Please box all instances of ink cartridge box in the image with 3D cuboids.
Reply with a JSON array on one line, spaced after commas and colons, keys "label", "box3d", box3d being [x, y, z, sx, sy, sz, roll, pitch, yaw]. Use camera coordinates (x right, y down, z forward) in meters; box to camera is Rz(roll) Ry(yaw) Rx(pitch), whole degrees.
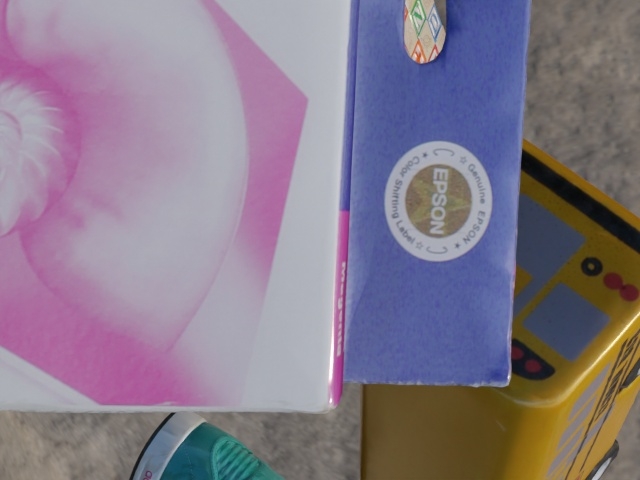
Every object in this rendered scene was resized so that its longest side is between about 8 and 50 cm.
[{"label": "ink cartridge box", "box3d": [-0.065, -0.111, 0.400, 0.330, 0.071, 0.324, 2, 91, -18]}]

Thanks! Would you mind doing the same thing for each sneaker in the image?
[{"label": "sneaker", "box3d": [-0.084, 0.295, 1.149, 0.178, 0.296, 0.124, 28, 40, 16]}]

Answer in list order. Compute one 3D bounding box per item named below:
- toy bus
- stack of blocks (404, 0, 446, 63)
[{"label": "toy bus", "box3d": [0.093, 0.080, 0.670, 0.108, 0.333, 0.130, 37, 68, 20]}, {"label": "stack of blocks", "box3d": [0.078, -0.230, 1.764, 0.171, 0.087, 0.297, 63, 37, -41]}]
